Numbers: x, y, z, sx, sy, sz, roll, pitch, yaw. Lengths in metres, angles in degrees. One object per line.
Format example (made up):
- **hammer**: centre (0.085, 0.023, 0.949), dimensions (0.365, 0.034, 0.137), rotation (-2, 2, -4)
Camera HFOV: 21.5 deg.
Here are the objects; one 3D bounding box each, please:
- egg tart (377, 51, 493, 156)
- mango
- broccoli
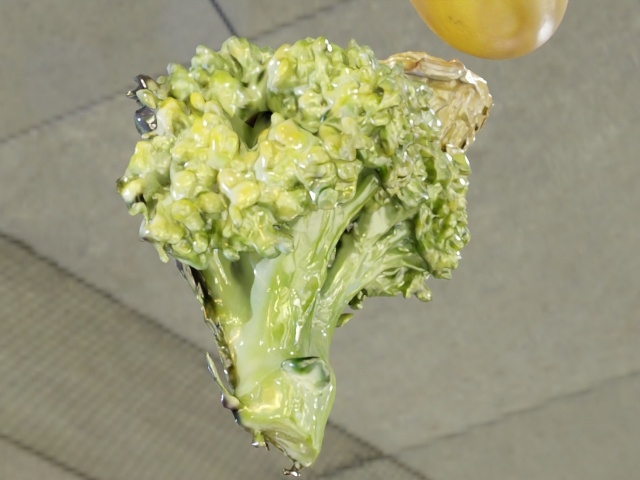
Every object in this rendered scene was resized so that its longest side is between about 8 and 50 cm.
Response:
- **egg tart**: centre (0.025, -0.080, 1.744), dimensions (0.341, 0.129, 0.341), rotation (-10, 161, -3)
- **mango**: centre (0.140, -0.237, 1.429), dimensions (0.139, 0.254, 0.175), rotation (-34, 98, 5)
- **broccoli**: centre (0.008, -0.015, 1.036), dimensions (0.180, 0.273, 0.242), rotation (-31, 143, 19)
